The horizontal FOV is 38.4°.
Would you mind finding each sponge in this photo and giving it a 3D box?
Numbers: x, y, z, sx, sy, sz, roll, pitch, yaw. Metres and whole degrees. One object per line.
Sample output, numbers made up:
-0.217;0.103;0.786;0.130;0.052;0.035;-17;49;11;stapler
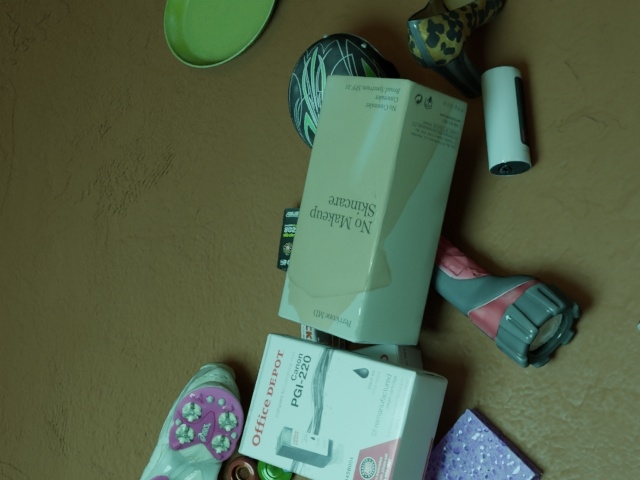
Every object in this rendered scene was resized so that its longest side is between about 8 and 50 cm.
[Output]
0.161;0.322;1.129;0.210;0.031;0.117;-52;56;10;sponge

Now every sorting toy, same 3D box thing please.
-0.082;0.316;1.290;0.101;0.042;0.061;-13;85;17;sorting toy

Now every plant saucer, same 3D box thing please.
-0.160;-0.397;1.540;0.240;0.037;0.241;-9;72;31;plant saucer

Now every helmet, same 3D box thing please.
0.033;-0.196;1.280;0.169;0.161;0.170;-10;71;31;helmet

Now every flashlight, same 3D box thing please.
0.183;0.032;1.160;0.103;0.103;0.304;-24;48;-26;flashlight

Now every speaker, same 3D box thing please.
0.241;-0.154;1.198;0.055;0.055;0.136;-12;70;30;speaker

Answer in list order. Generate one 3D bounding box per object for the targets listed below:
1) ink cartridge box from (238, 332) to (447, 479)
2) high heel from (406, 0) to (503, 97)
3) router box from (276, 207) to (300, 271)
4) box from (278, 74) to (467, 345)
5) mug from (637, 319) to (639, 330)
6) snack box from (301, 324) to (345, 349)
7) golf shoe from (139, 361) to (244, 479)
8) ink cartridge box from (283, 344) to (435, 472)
0.024;0.213;1.114;0.217;0.092;0.159;10;82;35;ink cartridge box
0.169;-0.338;1.216;0.093;0.186;0.261;-8;72;31;high heel
0.000;0.000;1.321;0.122;0.038;0.092;-1;76;33;router box
0.064;-0.037;1.136;0.148;0.121;0.311;12;91;44;box
0.435;0.028;0.999;0.150;0.113;0.169;11;77;13;mug
0.003;0.069;1.275;0.064;0.022;0.178;4;99;34;snack box
-0.190;0.310;1.330;0.306;0.115;0.140;-61;12;21;golf shoe
0.042;0.222;1.204;0.190;0.082;0.140;-16;69;27;ink cartridge box
